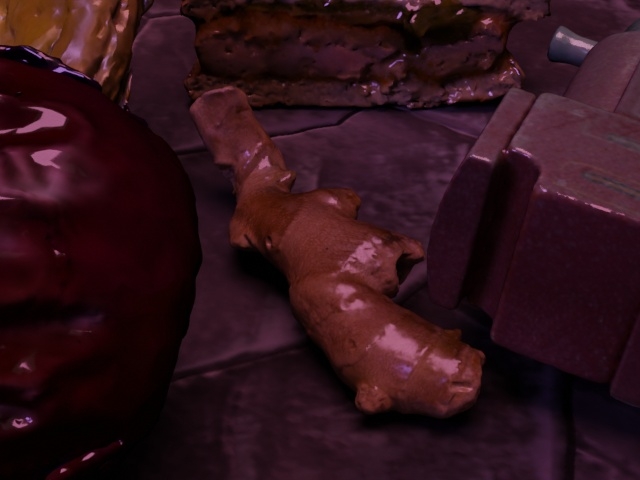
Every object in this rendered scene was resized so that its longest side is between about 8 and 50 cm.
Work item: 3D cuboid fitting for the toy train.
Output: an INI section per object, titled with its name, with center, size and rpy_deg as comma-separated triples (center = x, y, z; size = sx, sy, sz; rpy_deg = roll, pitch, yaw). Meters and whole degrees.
[toy train]
center = 0.205, -0.036, 0.698
size = 0.222, 0.150, 0.304
rpy_deg = 21, 40, 15

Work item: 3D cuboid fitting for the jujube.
[jujube]
center = -0.245, 0.016, 0.575
size = 0.377, 0.258, 0.258
rpy_deg = 9, 33, -7

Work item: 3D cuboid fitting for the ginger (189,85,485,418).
[ginger]
center = 0.000, 0.000, 0.735
size = 0.089, 0.075, 0.288
rpy_deg = -33, 45, -4

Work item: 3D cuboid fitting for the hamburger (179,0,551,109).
[hamburger]
center = 0.033, -0.173, 0.943
size = 0.262, 0.124, 0.131
rpy_deg = 1, 34, 2

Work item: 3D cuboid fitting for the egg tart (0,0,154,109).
[egg tart]
center = -0.264, -0.153, 0.820
size = 0.345, 0.345, 0.132
rpy_deg = 3, -4, 5
